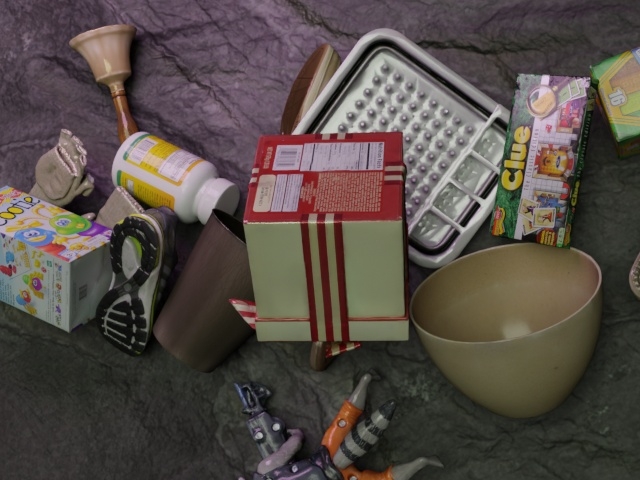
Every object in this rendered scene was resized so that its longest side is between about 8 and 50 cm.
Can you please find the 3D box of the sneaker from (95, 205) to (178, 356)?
[{"bbox_3d":[-0.299,0.072,1.819,0.111,0.121,0.300,29,123,15],"label":"sneaker"}]

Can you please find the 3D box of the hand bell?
[{"bbox_3d":[-0.367,-0.257,1.934,0.126,0.126,0.242,-15,88,14],"label":"hand bell"}]

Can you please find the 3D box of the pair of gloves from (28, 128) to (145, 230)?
[{"bbox_3d":[-0.418,-0.058,1.893,0.240,0.042,0.204,42,126,14],"label":"pair of gloves"}]

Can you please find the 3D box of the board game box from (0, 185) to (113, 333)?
[{"bbox_3d":[-0.497,0.027,1.860,0.275,0.142,0.144,21,120,23],"label":"board game box"}]

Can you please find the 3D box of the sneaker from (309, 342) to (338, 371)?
[{"bbox_3d":[0.045,0.136,1.750,0.071,0.066,0.188,22,86,20],"label":"sneaker"}]

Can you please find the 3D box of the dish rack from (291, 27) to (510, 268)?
[{"bbox_3d":[0.142,-0.149,1.726,0.333,0.072,0.285,36,94,-2],"label":"dish rack"}]

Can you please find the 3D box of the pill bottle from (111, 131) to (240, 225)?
[{"bbox_3d":[-0.250,-0.100,1.853,0.208,0.117,0.118,25,89,19],"label":"pill bottle"}]

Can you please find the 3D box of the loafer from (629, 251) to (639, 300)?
[{"bbox_3d":[0.549,-0.010,1.615,0.102,0.092,0.268,35,76,17],"label":"loafer"}]

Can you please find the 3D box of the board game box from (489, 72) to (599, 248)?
[{"bbox_3d":[0.342,-0.125,1.635,0.136,0.030,0.260,11,93,45],"label":"board game box"}]

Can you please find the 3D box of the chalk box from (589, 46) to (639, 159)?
[{"bbox_3d":[0.538,-0.231,1.628,0.213,0.132,0.132,-21,76,13],"label":"chalk box"}]

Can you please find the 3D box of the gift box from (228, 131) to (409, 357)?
[{"bbox_3d":[0.000,0.000,1.571,0.276,0.258,0.255,1,39,10],"label":"gift box"}]

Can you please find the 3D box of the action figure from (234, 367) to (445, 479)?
[{"bbox_3d":[-0.023,0.335,1.691,0.330,0.178,0.341,-36,74,-1],"label":"action figure"}]

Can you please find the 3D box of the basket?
[{"bbox_3d":[-0.164,0.097,1.782,0.204,0.154,0.227,36,99,-4],"label":"basket"}]

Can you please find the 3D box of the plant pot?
[{"bbox_3d":[0.294,0.153,1.595,0.284,0.284,0.191,-11,115,15],"label":"plant pot"}]

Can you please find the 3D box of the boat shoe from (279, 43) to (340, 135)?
[{"bbox_3d":[-0.010,-0.183,1.812,0.098,0.109,0.302,17,84,-20],"label":"boat shoe"}]
